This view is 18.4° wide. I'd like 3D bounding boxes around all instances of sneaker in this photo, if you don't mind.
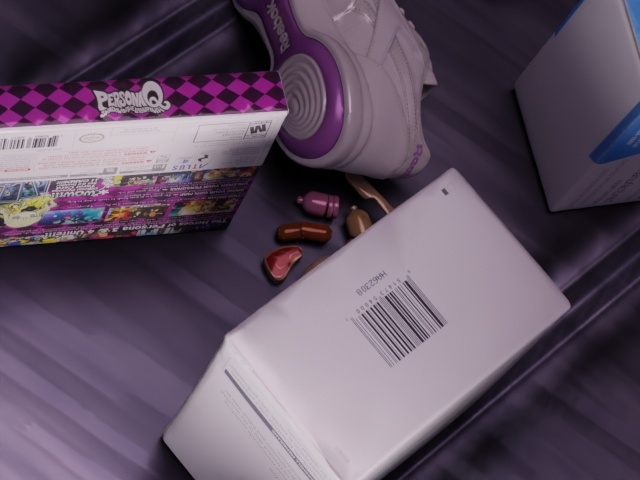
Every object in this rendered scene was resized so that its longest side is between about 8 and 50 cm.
[{"bbox_3d":[0.014,-0.177,1.643,0.152,0.114,0.305,16,53,-40],"label":"sneaker"}]

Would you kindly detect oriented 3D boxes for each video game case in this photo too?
[{"bbox_3d":[-0.159,-0.056,1.464,0.232,0.210,0.042,-5,68,-17],"label":"video game case"}]

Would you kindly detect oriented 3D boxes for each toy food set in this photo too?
[{"bbox_3d":[0.000,0.000,1.593,0.122,0.019,0.078,-41,82,-19],"label":"toy food set"}]

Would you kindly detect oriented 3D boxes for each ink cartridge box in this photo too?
[{"bbox_3d":[0.349,-0.135,1.635,0.307,0.223,0.129,-7,70,-19],"label":"ink cartridge box"}]

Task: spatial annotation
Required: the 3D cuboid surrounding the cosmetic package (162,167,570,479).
[{"bbox_3d":[0.028,0.097,1.440,0.224,0.225,0.138,-36,82,-26],"label":"cosmetic package"}]
